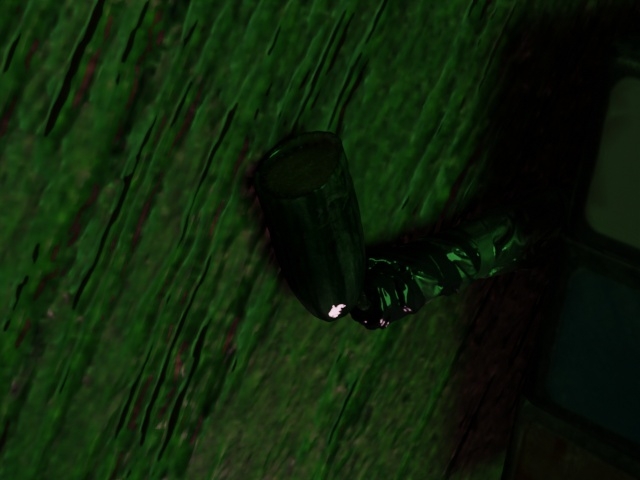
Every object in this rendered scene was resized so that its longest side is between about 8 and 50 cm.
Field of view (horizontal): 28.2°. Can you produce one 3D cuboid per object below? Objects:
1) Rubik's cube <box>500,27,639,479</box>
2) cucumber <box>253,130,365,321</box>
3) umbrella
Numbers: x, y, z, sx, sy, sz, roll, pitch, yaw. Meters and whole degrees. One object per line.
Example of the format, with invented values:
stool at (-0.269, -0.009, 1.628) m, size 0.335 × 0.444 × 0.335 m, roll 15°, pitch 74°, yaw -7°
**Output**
Rubik's cube at (0.349, 0.056, 0.738) m, size 0.363 × 0.362 × 0.359 m, roll -18°, pitch 127°, yaw -45°
cucumber at (0.000, 0.000, 0.640) m, size 0.048 × 0.048 × 0.105 m, roll -35°, pitch 131°, yaw -24°
umbrella at (0.095, 0.006, 0.728) m, size 0.188 × 0.050 × 0.046 m, roll -19°, pitch 145°, yaw -34°
